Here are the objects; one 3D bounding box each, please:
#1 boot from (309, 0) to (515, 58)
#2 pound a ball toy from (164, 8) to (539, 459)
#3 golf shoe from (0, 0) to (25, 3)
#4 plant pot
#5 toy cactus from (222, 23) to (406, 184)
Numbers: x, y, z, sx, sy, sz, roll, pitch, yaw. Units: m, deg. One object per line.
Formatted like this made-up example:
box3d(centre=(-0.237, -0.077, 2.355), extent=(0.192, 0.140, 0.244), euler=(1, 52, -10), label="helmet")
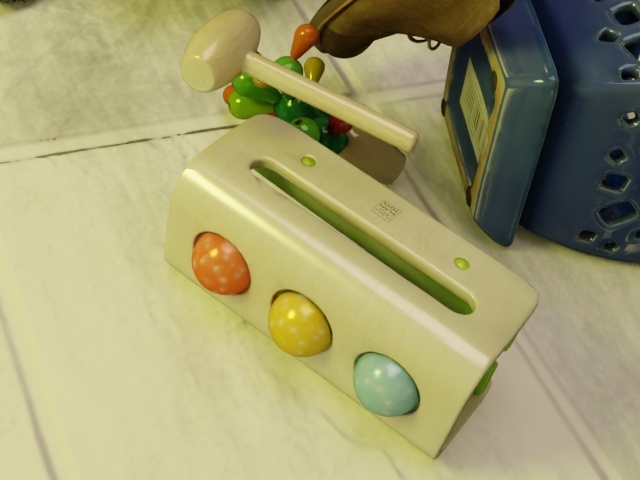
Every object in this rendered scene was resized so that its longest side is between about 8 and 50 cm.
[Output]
box3d(centre=(0.075, -0.199, 0.911), extent=(0.115, 0.305, 0.112), euler=(45, 75, -6), label="boot")
box3d(centre=(0.000, 0.000, 0.793), extent=(0.319, 0.208, 0.136), euler=(35, 50, 15), label="pound a ball toy")
box3d(centre=(-0.293, -0.320, 1.082), extent=(0.077, 0.094, 0.198), euler=(25, 49, 6), label="golf shoe")
box3d(centre=(0.237, -0.132, 0.968), extent=(0.212, 0.236, 0.236), euler=(-2, 49, -7), label="plant pot")
box3d(centre=(0.002, -0.118, 0.965), extent=(0.180, 0.112, 0.219), euler=(30, 5, -21), label="toy cactus")
